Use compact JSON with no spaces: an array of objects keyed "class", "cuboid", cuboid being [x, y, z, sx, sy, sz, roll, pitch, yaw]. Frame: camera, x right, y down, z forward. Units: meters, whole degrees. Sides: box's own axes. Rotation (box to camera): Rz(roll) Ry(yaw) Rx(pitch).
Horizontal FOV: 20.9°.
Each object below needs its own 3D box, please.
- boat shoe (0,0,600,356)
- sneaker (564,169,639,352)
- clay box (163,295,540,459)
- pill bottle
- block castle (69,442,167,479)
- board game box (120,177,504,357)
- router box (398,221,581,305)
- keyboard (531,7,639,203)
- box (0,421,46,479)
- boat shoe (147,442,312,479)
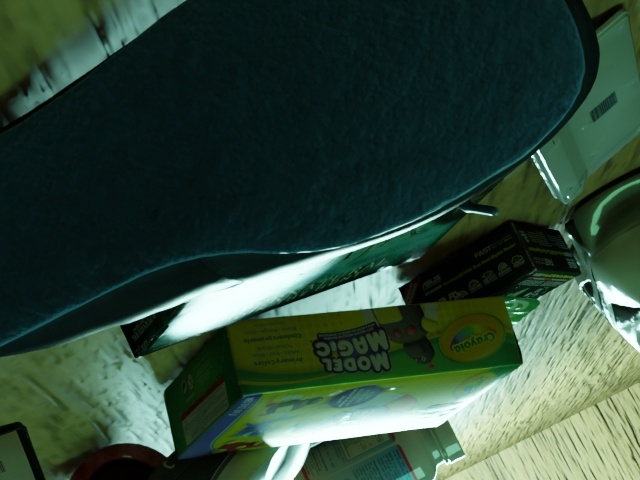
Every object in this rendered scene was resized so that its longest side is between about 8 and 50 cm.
[{"class":"boat shoe","cuboid":[-0.030,-0.036,0.569,0.258,0.109,0.089,-15,180,25]},{"class":"sneaker","cuboid":[0.265,0.043,1.314,0.122,0.146,0.330,-31,168,12]},{"class":"clay box","cuboid":[0.026,0.086,1.100,0.222,0.053,0.127,-3,158,-25]},{"class":"pill bottle","cuboid":[0.056,0.218,1.703,0.160,0.087,0.087,-26,167,0]},{"class":"block castle","cuboid":[-0.255,0.361,1.180,0.453,0.303,0.213,-24,173,-9]},{"class":"board game box","cuboid":[0.000,0.000,0.878,0.186,0.026,0.126,-20,166,-30]},{"class":"router box","cuboid":[0.118,0.027,1.190,0.092,0.038,0.122,-30,167,19]},{"class":"keyboard","cuboid":[0.140,-0.065,0.912,0.072,0.014,0.256,-46,166,3]},{"class":"box","cuboid":[-0.313,0.189,0.817,0.293,0.073,0.295,-15,171,-41]},{"class":"boat shoe","cuboid":[-0.057,0.139,1.194,0.228,0.076,0.080,-48,154,-61]}]
